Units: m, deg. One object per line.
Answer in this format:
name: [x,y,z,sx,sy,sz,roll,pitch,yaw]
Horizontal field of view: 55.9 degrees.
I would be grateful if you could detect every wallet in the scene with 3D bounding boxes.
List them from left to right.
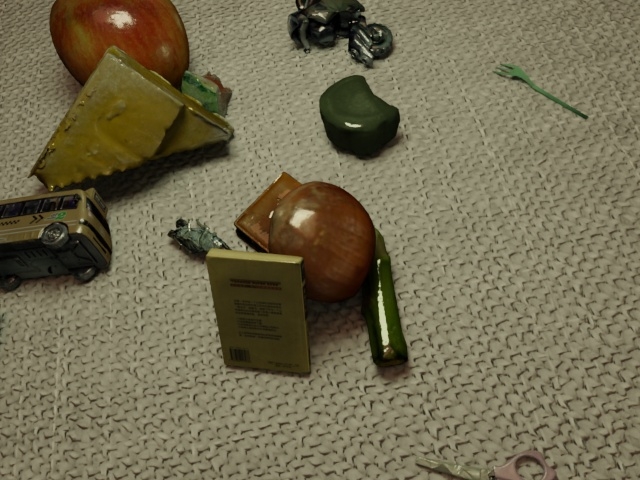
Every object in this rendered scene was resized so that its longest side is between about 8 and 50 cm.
wallet: [-0.055,-0.026,1.190,0.195,0.042,0.161,37,77,21]

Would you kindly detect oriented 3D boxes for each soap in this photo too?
soap: [-0.397,-0.180,1.274,0.338,0.304,0.169,-51,24,13]

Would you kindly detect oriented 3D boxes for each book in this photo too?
book: [-0.101,0.122,1.008,0.161,0.230,0.026,4,32,12]

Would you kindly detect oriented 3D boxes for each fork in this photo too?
fork: [0.476,-0.329,1.300,0.039,0.021,0.235,-44,63,-13]

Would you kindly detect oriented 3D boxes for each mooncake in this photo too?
mooncake: [0.083,-0.266,1.273,0.169,0.104,0.175,-4,57,10]

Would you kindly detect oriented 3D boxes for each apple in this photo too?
apple: [-0.444,-0.436,1.375,0.302,0.301,0.301,-4,59,6]

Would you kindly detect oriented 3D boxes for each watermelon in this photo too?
watermelon: [-0.257,-0.320,1.392,0.098,0.121,0.158,17,18,1]

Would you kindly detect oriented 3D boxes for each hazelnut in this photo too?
hazelnut: [0.000,0.000,1.043,0.176,0.214,0.214,-27,52,33]

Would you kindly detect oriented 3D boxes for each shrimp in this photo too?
shrimp: [-0.227,-0.005,1.184,0.174,0.076,0.082,28,45,22]

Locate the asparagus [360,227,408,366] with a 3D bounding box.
asparagus: [0.106,0.093,1.086,0.067,0.060,0.277,-17,57,21]

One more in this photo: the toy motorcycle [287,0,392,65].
toy motorcycle: [0.031,-0.497,1.418,0.270,0.106,0.159,38,75,14]

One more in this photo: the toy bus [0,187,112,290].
toy bus: [-0.565,-0.008,1.199,0.290,0.139,0.157,-8,54,8]

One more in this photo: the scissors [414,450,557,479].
scissors: [0.251,0.361,0.927,0.212,0.021,0.110,10,60,13]
